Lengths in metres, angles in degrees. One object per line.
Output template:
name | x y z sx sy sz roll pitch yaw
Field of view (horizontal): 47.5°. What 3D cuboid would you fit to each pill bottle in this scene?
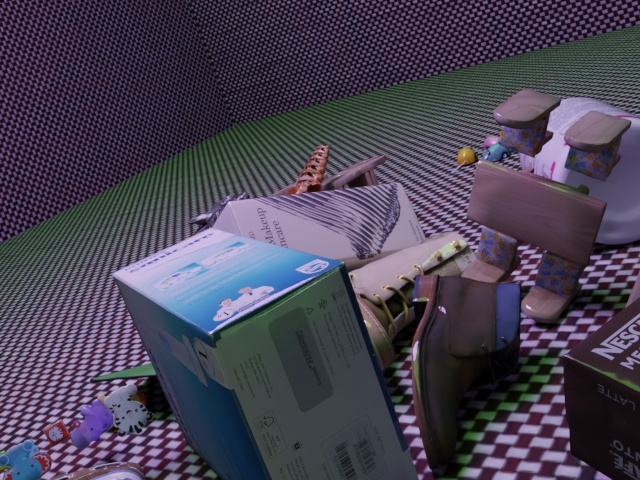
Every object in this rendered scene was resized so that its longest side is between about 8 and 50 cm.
pill bottle | 0.370 -0.111 1.008 0.160 0.160 0.283 -17 18 8

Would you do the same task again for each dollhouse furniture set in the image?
dollhouse furniture set | 0.252 -0.002 0.728 0.242 0.212 0.161 25 39 28
dollhouse furniture set | 0.035 -0.056 1.267 0.129 0.129 0.184 -31 15 -34

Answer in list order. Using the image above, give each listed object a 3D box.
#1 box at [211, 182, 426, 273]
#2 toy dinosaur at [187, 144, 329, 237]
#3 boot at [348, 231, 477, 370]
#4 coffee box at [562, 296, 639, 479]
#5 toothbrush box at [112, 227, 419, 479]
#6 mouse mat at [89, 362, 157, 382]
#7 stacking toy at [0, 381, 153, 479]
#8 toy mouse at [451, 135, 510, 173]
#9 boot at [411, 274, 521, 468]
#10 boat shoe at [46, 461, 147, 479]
box | 0.000 0.000 0.982 0.275 0.113 0.094 -10 -23 -32
toy dinosaur | -0.071 0.000 1.120 0.322 0.164 0.218 -39 21 -25
boot | 0.103 0.066 0.860 0.204 0.095 0.262 -21 7 -4
coffee box | 0.310 0.087 0.523 0.247 0.098 0.141 -28 32 -25
toothbrush box | -0.067 0.120 0.680 0.126 0.216 0.296 -27 17 -25
mouse mat | -0.180 0.162 0.937 0.190 0.007 0.153 -9 -2 30
stacking toy | -0.291 0.229 0.806 0.221 0.052 0.167 -29 0 -20
toy mouse | 0.352 -0.190 1.486 0.143 0.031 0.161 -10 20 30
boot | 0.141 0.109 0.678 0.106 0.082 0.219 -5 42 13
boat shoe | -0.258 0.266 0.713 0.183 0.066 0.066 -14 9 -5
